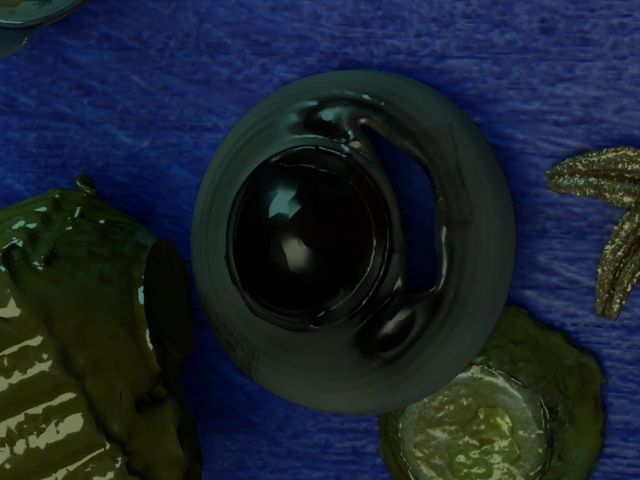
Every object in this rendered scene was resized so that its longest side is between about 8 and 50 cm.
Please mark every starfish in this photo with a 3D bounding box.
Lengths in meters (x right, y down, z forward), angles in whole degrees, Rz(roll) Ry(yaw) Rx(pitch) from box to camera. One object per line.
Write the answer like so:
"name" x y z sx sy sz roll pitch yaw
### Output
"starfish" 0.288 -0.037 1.372 0.227 0.043 0.240 25 105 7

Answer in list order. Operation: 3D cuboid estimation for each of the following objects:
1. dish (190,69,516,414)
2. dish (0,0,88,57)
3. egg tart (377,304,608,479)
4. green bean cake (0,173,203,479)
"dish" 0.000 0.000 1.377 0.273 0.134 0.273 -1 89 26
"dish" -0.239 -0.282 1.446 0.228 0.086 0.236 34 110 8
"egg tart" 0.131 0.149 1.443 0.197 0.078 0.197 4 106 16
"green bean cake" -0.184 0.105 1.410 0.202 0.310 0.285 -26 105 14
